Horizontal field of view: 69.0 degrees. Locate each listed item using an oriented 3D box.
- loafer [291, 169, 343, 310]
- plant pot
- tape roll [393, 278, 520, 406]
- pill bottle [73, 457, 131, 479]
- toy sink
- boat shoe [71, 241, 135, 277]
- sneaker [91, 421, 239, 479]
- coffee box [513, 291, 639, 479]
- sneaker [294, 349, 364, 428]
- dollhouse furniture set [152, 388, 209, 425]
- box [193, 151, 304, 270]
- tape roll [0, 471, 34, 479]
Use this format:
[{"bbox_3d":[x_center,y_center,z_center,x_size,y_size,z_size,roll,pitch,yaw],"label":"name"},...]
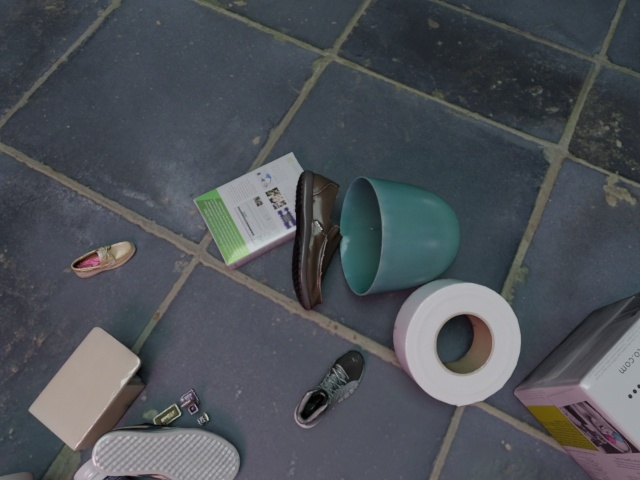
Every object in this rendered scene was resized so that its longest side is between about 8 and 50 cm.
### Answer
[{"bbox_3d":[0.000,0.000,1.216,0.129,0.134,0.367,3,88,-12],"label":"loafer"},{"bbox_3d":[0.204,-0.011,1.175,0.234,0.293,0.293,0,67,-16],"label":"plant pot"},{"bbox_3d":[0.322,0.237,1.109,0.285,0.100,0.287,0,92,-9],"label":"tape roll"},{"bbox_3d":[-0.470,0.569,1.044,0.169,0.094,0.094,39,74,15],"label":"pill bottle"},{"bbox_3d":[-0.530,0.348,1.114,0.152,0.131,0.234,31,77,12],"label":"toy sink"},{"bbox_3d":[-0.594,0.048,1.271,0.169,0.059,0.063,-28,71,-10],"label":"boat shoe"},{"bbox_3d":[-0.350,0.485,1.068,0.320,0.127,0.126,19,68,-20],"label":"sneaker"},{"bbox_3d":[0.703,0.339,0.993,0.337,0.338,0.334,-38,73,-13],"label":"coffee box"},{"bbox_3d":[0.028,0.351,1.105,0.086,0.132,0.229,39,74,15],"label":"sneaker"},{"bbox_3d":[-0.341,0.422,1.108,0.114,0.081,0.091,-33,71,-12],"label":"dollhouse furniture set"},{"bbox_3d":[-0.166,-0.088,1.325,0.321,0.058,0.233,-27,70,-11],"label":"box"},{"bbox_3d":[-0.765,0.566,0.891,0.391,0.392,0.072,-23,69,-9],"label":"tape roll"}]
